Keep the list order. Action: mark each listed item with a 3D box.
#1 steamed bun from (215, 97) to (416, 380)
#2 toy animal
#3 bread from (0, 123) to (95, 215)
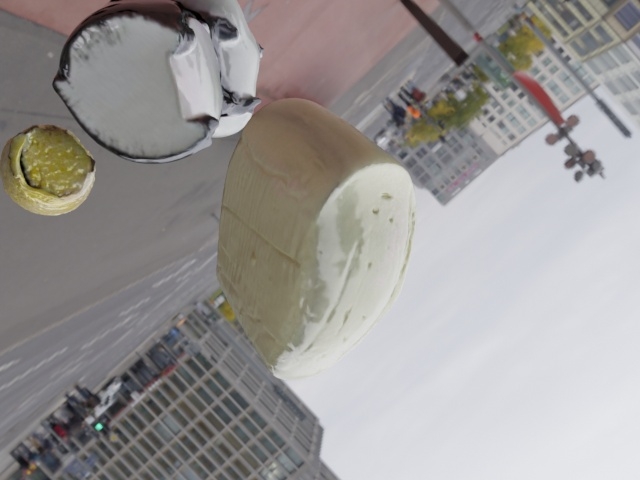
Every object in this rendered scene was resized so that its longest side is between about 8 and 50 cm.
[{"bbox_3d":[0.000,0.000,0.624,0.155,0.200,0.250,-6,123,-32],"label":"steamed bun"},{"bbox_3d":[-0.213,-0.263,0.918,0.251,0.251,0.310,-42,-169,26],"label":"toy animal"},{"bbox_3d":[-0.555,-0.152,1.271,0.197,0.197,0.170,-44,-166,-25],"label":"bread"}]
